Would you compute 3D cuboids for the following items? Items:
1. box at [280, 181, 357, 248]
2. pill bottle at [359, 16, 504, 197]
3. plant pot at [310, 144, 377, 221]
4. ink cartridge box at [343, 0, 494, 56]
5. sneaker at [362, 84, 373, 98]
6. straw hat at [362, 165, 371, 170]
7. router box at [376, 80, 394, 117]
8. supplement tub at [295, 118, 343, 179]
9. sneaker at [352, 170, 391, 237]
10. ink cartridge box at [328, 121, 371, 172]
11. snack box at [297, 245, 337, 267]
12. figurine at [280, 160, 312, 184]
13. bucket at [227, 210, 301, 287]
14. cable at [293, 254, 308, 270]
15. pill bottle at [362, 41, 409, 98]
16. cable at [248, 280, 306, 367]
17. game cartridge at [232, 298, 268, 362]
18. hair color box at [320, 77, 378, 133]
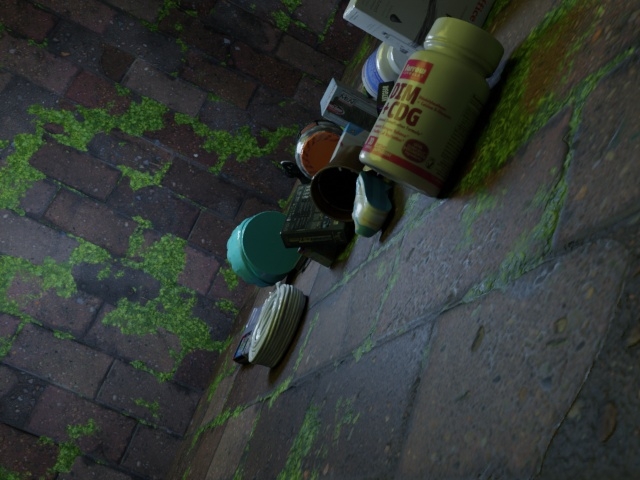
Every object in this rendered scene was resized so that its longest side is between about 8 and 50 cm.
[{"bbox_3d":[0.004,-0.077,1.776,0.232,0.184,0.059,-75,-27,-47],"label":"box"},{"bbox_3d":[0.199,-0.234,1.132,0.283,0.160,0.160,-63,9,4],"label":"pill bottle"},{"bbox_3d":[0.077,-0.162,1.684,0.167,0.167,0.165,-57,3,39],"label":"plant pot"},{"bbox_3d":[0.227,-0.533,1.429,0.207,0.283,0.117,-64,13,2],"label":"ink cartridge box"},{"bbox_3d":[0.209,-0.548,2.180,0.166,0.065,0.076,-47,14,-25],"label":"sneaker"},{"bbox_3d":[0.149,-0.229,1.517,0.145,0.061,0.144,-29,15,9],"label":"straw hat"},{"bbox_3d":[0.177,-0.319,1.648,0.179,0.046,0.133,-79,-20,-57],"label":"router box"},{"bbox_3d":[0.009,-0.329,2.335,0.207,0.207,0.338,-62,9,13],"label":"supplement tub"},{"bbox_3d":[0.112,-0.090,1.479,0.228,0.087,0.092,-76,11,-63],"label":"sneaker"},{"bbox_3d":[0.094,-0.259,1.980,0.181,0.104,0.061,-66,9,-14],"label":"ink cartridge box"},{"bbox_3d":[0.000,0.000,1.807,0.037,0.100,0.141,-55,12,42],"label":"snack box"},{"bbox_3d":[-0.070,-0.270,2.606,0.092,0.210,0.215,-63,9,6],"label":"figurine"},{"bbox_3d":[-0.202,0.028,2.384,0.183,0.281,0.281,-34,31,64],"label":"bucket"},{"bbox_3d":[-0.035,-0.001,2.102,0.139,0.072,0.287,-63,7,-28],"label":"cable"},{"bbox_3d":[0.216,-0.485,1.769,0.152,0.152,0.272,-64,9,-2],"label":"pill bottle"},{"bbox_3d":[-0.131,0.254,1.893,0.257,0.089,0.257,-65,10,-4],"label":"cable"},{"bbox_3d":[-0.246,0.346,2.392,0.230,0.068,0.355,-63,8,-21],"label":"game cartridge"},{"bbox_3d":[0.105,-0.465,2.227,0.113,0.185,0.374,-61,9,15],"label":"hair color box"}]
